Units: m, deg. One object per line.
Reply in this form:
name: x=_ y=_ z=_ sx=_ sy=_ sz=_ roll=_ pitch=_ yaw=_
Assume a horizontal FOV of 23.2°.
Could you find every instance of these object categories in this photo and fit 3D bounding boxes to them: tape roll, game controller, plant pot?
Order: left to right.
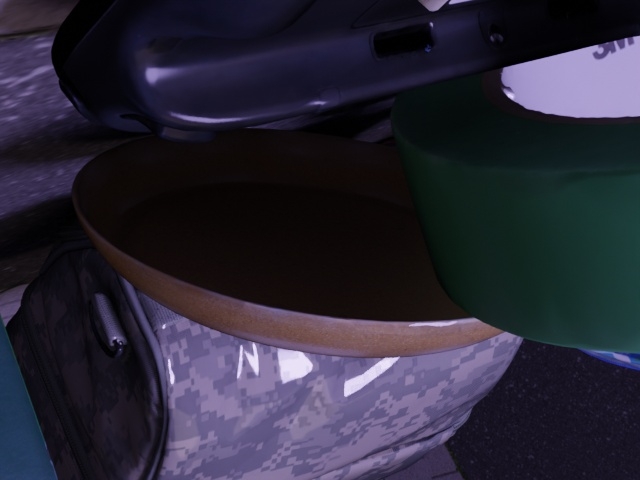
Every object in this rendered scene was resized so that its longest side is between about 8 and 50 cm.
plant pot: x=0.000 y=0.000 z=0.741 sx=0.236 sy=0.032 sz=0.236 roll=7 pitch=-158 yaw=-3
game controller: x=0.066 y=-0.107 z=0.536 sx=0.319 sy=0.067 sz=0.166 roll=-18 pitch=161 yaw=-38
tape roll: x=0.192 y=-0.063 z=0.655 sx=0.321 sy=0.077 sz=0.321 roll=-17 pitch=-160 yaw=6

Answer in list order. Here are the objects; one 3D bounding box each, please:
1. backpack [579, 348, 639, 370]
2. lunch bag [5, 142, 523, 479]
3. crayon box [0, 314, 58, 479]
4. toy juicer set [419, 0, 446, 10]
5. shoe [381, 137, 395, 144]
backpack: x=0.288 y=-0.022 z=1.089 sx=0.356 sy=0.290 sz=0.273 roll=11 pitch=-173 yaw=23
lunch bag: x=-0.027 y=0.055 z=1.000 sx=0.305 sy=0.212 sz=0.256 roll=-14 pitch=163 yaw=-28
crayon box: x=-0.236 y=0.071 z=0.575 sx=0.081 sy=0.165 sz=0.278 roll=-23 pitch=176 yaw=33
toy juicer set: x=0.194 y=-0.129 z=0.362 sx=0.329 sy=0.089 sz=0.209 roll=-24 pitch=172 yaw=-10
shoe: x=0.014 y=-0.031 z=1.195 sx=0.178 sy=0.063 sz=0.081 roll=-25 pitch=175 yaw=-9
